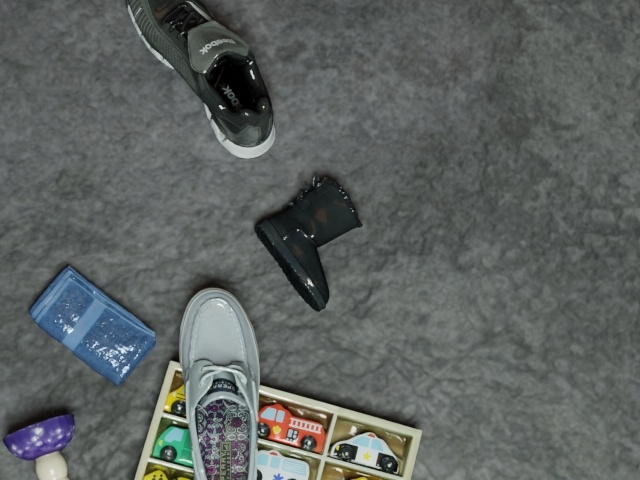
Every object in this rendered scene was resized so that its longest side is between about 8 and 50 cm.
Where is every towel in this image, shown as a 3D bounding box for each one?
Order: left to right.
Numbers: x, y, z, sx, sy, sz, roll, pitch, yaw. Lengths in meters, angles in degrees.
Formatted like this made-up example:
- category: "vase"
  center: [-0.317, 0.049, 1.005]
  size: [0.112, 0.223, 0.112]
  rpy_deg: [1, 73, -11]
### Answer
- category: "towel"
  center: [-0.227, 0.086, 1.296]
  size: [0.119, 0.029, 0.067]
  rpy_deg: [38, 74, 0]

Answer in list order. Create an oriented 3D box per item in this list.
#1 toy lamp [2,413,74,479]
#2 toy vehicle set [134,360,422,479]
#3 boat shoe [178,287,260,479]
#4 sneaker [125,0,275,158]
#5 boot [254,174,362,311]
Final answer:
- category: "toy lamp"
  center: [-0.227, 0.306, 1.222]
  size: [0.080, 0.080, 0.274]
  rpy_deg: [-19, 79, -14]
- category: "toy vehicle set"
  center: [-0.047, 0.236, 1.291]
  size: [0.267, 0.035, 0.166]
  rpy_deg: [16, 75, -6]
- category: "boat shoe"
  center: [-0.091, 0.153, 1.240]
  size: [0.079, 0.081, 0.227]
  rpy_deg: [-3, 78, -11]
- category: "sneaker"
  center: [-0.118, -0.197, 1.341]
  size: [0.078, 0.106, 0.234]
  rpy_deg: [-34, 85, -17]
- category: "boot"
  center: [0.000, 0.000, 1.352]
  size: [0.099, 0.045, 0.121]
  rpy_deg: [-34, 84, -18]
